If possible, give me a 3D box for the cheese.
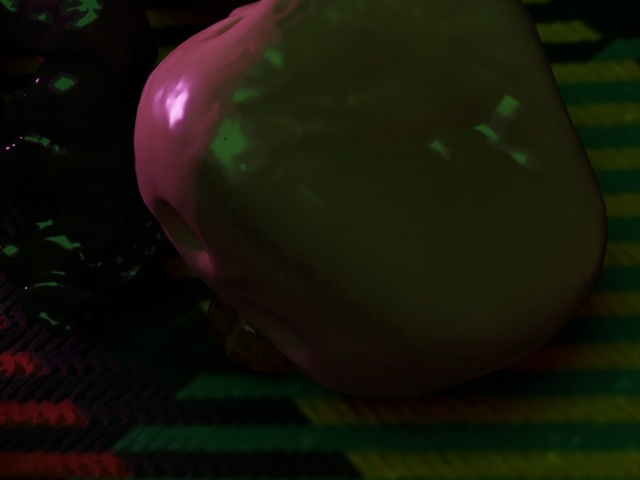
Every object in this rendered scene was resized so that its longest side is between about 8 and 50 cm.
[{"bbox_3d":[0.032,-0.040,0.830,0.235,0.117,0.218,22,71,-11],"label":"cheese"}]

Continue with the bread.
[{"bbox_3d":[0.000,0.000,0.898,0.052,0.044,0.157,26,67,29],"label":"bread"}]

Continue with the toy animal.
[{"bbox_3d":[-0.134,-0.073,0.912,0.148,0.084,0.232,15,102,19],"label":"toy animal"}]

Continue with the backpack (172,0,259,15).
[{"bbox_3d":[-0.031,-0.197,0.935,0.229,0.229,0.138,10,79,22],"label":"backpack"}]
